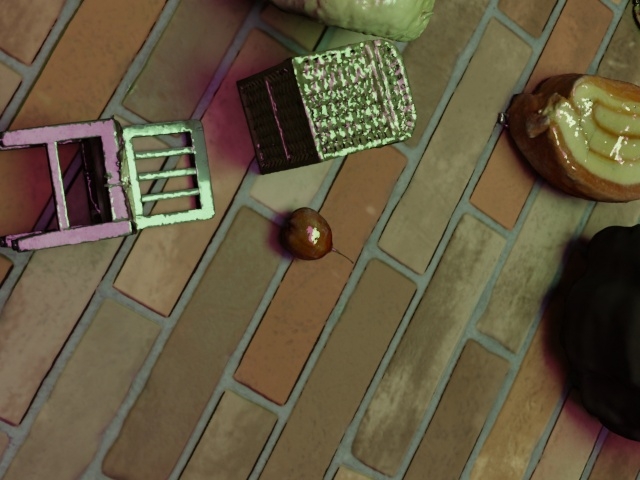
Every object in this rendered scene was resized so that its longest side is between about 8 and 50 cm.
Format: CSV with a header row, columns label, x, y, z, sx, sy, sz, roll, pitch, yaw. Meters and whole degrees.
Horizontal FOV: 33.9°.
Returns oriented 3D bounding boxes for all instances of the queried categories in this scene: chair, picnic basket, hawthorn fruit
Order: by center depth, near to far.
label,x,y,z,sx,sy,sz,roll,pitch,yaw
chair,-0.240,-0.071,1.224,0.270,0.147,0.136,-8,94,-23
picnic basket,0.010,-0.167,1.311,0.154,0.196,0.134,-19,96,-22
hawthorn fruit,0.000,0.000,1.374,0.103,0.067,0.067,24,81,-10

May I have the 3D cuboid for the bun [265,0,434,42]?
label,x,y,z,sx,sy,sz,roll,pitch,yaw
bun,0.038,-0.336,1.286,0.244,0.244,0.153,2,114,-25

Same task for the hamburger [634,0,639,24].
label,x,y,z,sx,sy,sz,roll,pitch,yaw
hamburger,0.599,-0.389,1.632,0.231,0.107,0.231,3,83,-21

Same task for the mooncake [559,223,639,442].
label,x,y,z,sx,sy,sz,roll,pitch,yaw
mooncake,0.533,0.130,1.547,0.381,0.212,0.350,11,88,-31

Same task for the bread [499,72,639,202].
label,x,y,z,sx,sy,sz,roll,pitch,yaw
bread,0.390,-0.154,1.527,0.244,0.123,0.190,10,88,-23
